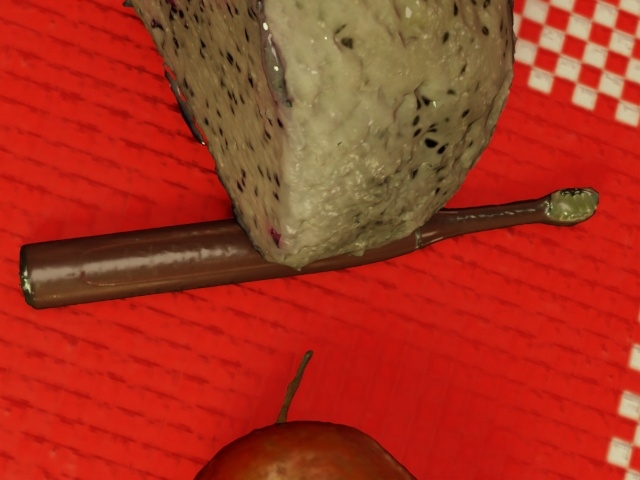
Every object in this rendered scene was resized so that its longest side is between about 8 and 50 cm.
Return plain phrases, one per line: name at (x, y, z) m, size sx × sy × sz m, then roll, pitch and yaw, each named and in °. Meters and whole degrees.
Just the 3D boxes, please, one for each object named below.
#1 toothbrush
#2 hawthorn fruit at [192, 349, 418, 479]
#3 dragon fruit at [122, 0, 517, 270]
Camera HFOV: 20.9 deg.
toothbrush at (0.000, 0.000, 1.043) m, size 0.364 × 0.041 × 0.040 m, roll -7°, pitch 78°, yaw -16°
hawthorn fruit at (-0.011, 0.159, 0.949) m, size 0.163 × 0.162 × 0.203 m, roll -21°, pitch 66°, yaw -18°
dragon fruit at (0.011, -0.159, 0.981) m, size 0.204 × 0.221 × 0.283 m, roll -24°, pitch 71°, yaw -17°
